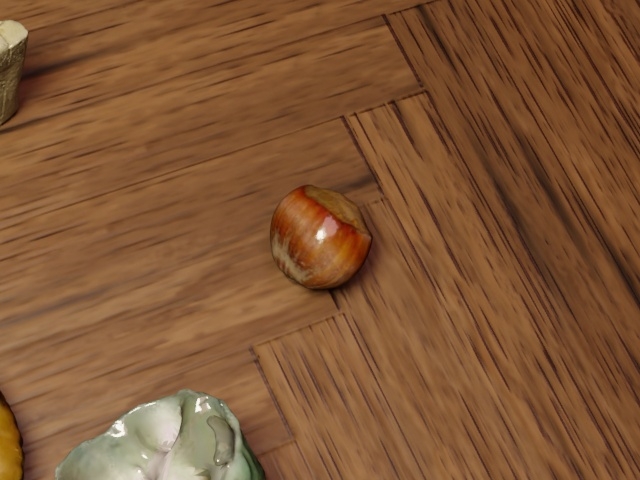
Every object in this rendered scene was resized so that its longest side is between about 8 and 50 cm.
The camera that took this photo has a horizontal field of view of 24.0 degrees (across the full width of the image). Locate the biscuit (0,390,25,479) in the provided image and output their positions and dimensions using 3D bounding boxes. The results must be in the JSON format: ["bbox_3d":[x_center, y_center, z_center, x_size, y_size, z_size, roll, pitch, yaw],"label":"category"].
[{"bbox_3d":[-0.320,0.162,1.076,0.220,0.066,0.220,5,63,-11],"label":"biscuit"}]

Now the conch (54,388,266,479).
[{"bbox_3d":[-0.137,0.238,1.033,0.277,0.195,0.220,-46,59,-4],"label":"conch"}]

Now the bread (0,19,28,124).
[{"bbox_3d":[-0.291,-0.150,1.187,0.077,0.152,0.105,-37,82,-26],"label":"bread"}]

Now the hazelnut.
[{"bbox_3d":[0.000,0.000,1.226,0.086,0.086,0.086,5,64,-10],"label":"hazelnut"}]
